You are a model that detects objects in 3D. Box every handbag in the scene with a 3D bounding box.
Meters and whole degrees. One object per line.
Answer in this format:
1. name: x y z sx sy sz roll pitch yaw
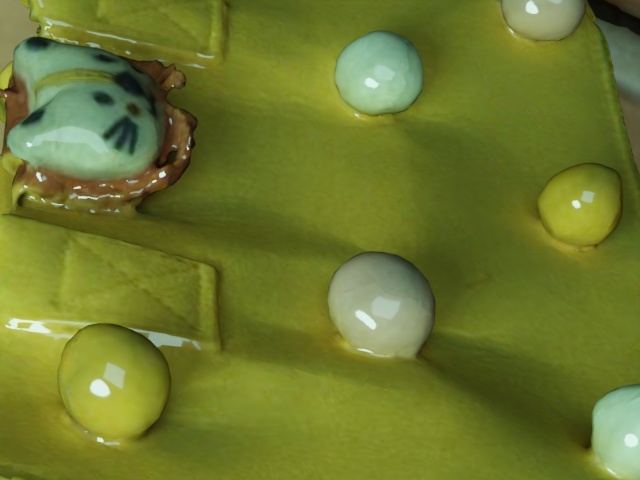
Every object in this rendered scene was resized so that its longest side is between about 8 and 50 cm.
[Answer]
1. handbag: 0.000 0.000 0.680 0.283 0.133 0.401 12 37 -11
